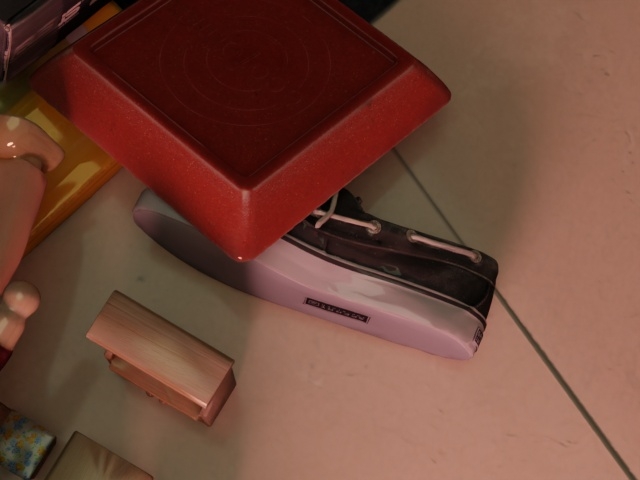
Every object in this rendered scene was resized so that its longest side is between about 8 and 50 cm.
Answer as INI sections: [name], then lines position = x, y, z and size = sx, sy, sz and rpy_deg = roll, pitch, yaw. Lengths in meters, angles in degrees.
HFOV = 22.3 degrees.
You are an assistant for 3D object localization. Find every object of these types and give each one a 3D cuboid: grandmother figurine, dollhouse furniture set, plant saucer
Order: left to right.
[grandmother figurine]
position = -0.292, 0.079, 1.241
size = 0.104, 0.208, 0.342
rpy_deg = 23, 60, -24
[dollhouse furniture set]
position = -0.172, 0.181, 1.271
size = 0.212, 0.161, 0.242
rpy_deg = 30, 78, 6
[plant saucer]
position = -0.064, -0.139, 1.340
size = 0.258, 0.047, 0.259
rpy_deg = 39, 61, 20

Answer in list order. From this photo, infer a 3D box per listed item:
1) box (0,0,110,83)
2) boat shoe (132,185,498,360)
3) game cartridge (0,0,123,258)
[box]
position = -0.296, -0.365, 1.387
size = 0.395, 0.097, 0.318
rpy_deg = 42, 62, 8
[boat shoe]
position = 0.001, -0.001, 1.343
size = 0.306, 0.113, 0.105
rpy_deg = 19, 71, 1
[game cartridge]
position = -0.317, -0.147, 1.402
size = 0.324, 0.052, 0.285
rpy_deg = 44, 80, 10
